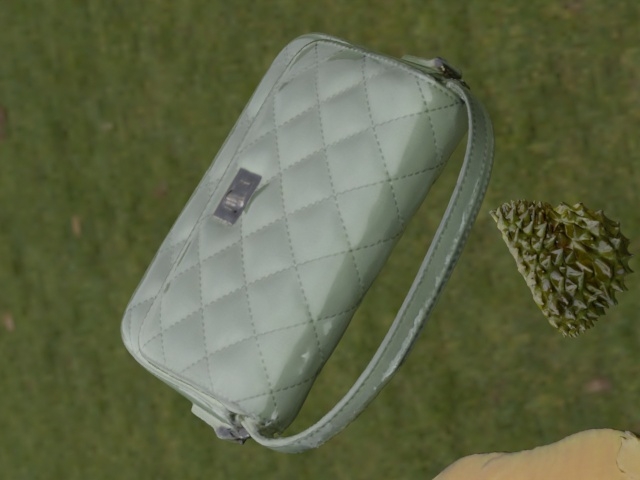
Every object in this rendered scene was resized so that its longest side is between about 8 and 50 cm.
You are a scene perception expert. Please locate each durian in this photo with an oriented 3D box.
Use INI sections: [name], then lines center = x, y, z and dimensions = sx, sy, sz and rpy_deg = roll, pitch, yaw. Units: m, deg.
[durian]
center = 0.267, 0.021, 1.843
dimensions = 0.187, 0.108, 0.119
rpy_deg = 50, -161, -26

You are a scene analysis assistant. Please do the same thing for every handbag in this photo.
[handbag]
center = 0.000, 0.000, 1.035
dimensions = 0.219, 0.079, 0.256
rpy_deg = 22, 80, 55

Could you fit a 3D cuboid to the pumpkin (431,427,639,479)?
[pumpkin]
center = 0.203, 0.254, 1.480
dimensions = 0.317, 0.139, 0.222
rpy_deg = -22, 47, 45
